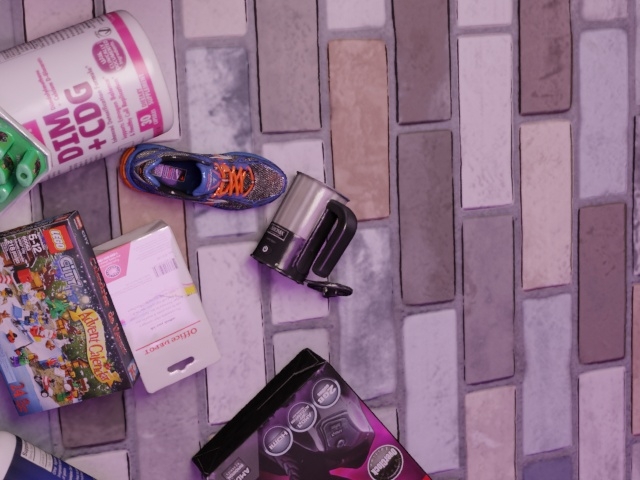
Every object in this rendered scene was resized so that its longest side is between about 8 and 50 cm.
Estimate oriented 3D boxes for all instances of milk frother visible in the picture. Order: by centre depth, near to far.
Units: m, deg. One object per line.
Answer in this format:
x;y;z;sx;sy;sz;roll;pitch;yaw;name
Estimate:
0.000;0.000;1.526;0.135;0.129;0.143;-60;155;-2;milk frother

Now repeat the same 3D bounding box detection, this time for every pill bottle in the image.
-0.333;-0.156;1.330;0.283;0.160;0.160;-24;107;-15;pill bottle
-0.385;0.333;1.399;0.264;0.153;0.153;34;86;-21;pill bottle

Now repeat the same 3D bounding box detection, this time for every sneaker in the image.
-0.146;-0.077;1.452;0.221;0.087;0.083;2;99;-21;sneaker

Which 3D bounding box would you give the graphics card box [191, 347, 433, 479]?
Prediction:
0.023;0.361;1.588;0.233;0.094;0.371;-43;110;-9;graphics card box

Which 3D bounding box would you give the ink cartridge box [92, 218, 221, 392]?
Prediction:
-0.219;0.087;1.464;0.115;0.067;0.198;-24;105;-14;ink cartridge box

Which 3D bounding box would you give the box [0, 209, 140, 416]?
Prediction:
-0.342;0.093;1.397;0.159;0.044;0.233;-15;106;10;box

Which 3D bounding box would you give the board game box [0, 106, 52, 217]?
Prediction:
-0.560;-0.091;1.209;0.390;0.050;0.390;-38;111;22;board game box
